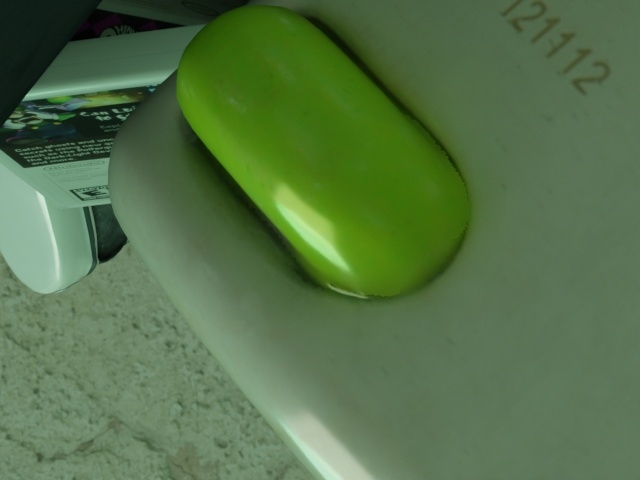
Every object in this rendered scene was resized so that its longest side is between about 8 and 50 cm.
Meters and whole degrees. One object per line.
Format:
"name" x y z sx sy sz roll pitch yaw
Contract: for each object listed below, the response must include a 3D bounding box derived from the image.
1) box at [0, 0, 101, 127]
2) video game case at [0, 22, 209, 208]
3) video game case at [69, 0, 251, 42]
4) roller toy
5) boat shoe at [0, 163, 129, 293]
"box" -0.356 -0.108 0.533 0.472 0.480 0.297 39 178 3
"video game case" -0.036 -0.050 0.756 0.190 0.022 0.173 -6 168 7
"video game case" -0.125 -0.117 0.831 0.232 0.042 0.210 5 -157 -43
"roller toy" 0.060 0.003 0.459 0.191 0.146 0.209 48 -179 -4
"boat shoe" -0.151 -0.112 1.093 0.108 0.102 0.301 26 136 41
